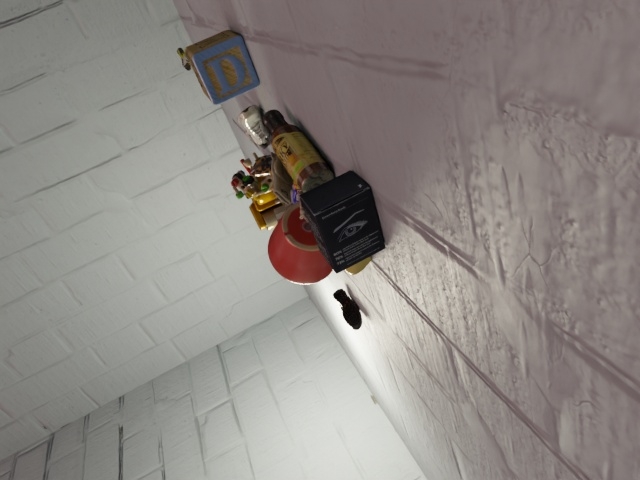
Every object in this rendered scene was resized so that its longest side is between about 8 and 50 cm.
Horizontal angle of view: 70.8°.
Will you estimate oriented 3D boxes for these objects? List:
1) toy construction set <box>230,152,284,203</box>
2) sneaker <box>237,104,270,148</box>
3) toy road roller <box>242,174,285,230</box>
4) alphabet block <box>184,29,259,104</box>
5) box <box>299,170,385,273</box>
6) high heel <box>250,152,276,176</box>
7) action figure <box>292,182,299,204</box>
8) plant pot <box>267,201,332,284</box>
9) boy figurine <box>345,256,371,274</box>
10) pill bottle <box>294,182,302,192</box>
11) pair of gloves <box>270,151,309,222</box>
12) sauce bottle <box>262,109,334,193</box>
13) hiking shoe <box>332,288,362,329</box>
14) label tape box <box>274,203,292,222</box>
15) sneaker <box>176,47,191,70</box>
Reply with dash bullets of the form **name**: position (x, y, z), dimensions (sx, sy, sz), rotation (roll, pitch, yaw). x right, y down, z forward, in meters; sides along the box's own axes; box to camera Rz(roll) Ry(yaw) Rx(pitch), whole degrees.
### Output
- **toy construction set**: position (-0.279, -0.274, 2.183), dimensions (0.237, 0.258, 0.309), rotation (55, 179, -30)
- **sneaker**: position (-0.275, -0.487, 1.945), dimensions (0.118, 0.110, 0.292), rotation (54, 178, 8)
- **toy road roller**: position (-0.286, -0.225, 2.440), dimensions (0.329, 0.203, 0.240), rotation (65, 168, -7)
- **alphabet block**: position (-0.362, -0.637, 1.653), dimensions (0.197, 0.194, 0.192), rotation (52, 165, 52)
- **box**: position (0.058, -0.045, 1.134), dimensions (0.108, 0.153, 0.207), rotation (53, 166, 50)
- **high heel**: position (-0.174, -0.263, 1.705), dimensions (0.093, 0.186, 0.261), rotation (61, 171, 12)
- **action figure**: position (-0.128, -0.127, 1.930), dimensions (0.091, 0.139, 0.280), rotation (-126, 18, -56)
- **plant pot**: position (-0.052, -0.005, 1.622), dimensions (0.274, 0.275, 0.243), rotation (60, 162, 17)
- **boy figurine**: position (0.058, -0.032, 1.383), dimensions (0.285, 0.092, 0.177), rotation (60, 171, 11)
- **pill bottle**: position (-0.061, -0.207, 1.628), dimensions (0.116, 0.065, 0.065), rotation (67, 171, -29)
- **pair of gloves**: position (-0.079, -0.162, 1.455), dimensions (0.240, 0.042, 0.204), rotation (36, -142, -43)
- **sauce bottle**: position (-0.082, -0.279, 1.380), dimensions (0.344, 0.111, 0.111), rotation (56, 169, 35)
- **hiking shoe**: position (0.142, 0.326, 2.081), dimensions (0.114, 0.086, 0.226), rotation (52, -172, -48)
- **label tape box**: position (-0.128, -0.019, 2.307), dimensions (0.347, 0.115, 0.249), rotation (-120, 7, -64)
- **sneaker**: position (-0.482, -0.646, 1.610), dimensions (0.035, 0.031, 0.083), rotation (-74, -38, -83)
